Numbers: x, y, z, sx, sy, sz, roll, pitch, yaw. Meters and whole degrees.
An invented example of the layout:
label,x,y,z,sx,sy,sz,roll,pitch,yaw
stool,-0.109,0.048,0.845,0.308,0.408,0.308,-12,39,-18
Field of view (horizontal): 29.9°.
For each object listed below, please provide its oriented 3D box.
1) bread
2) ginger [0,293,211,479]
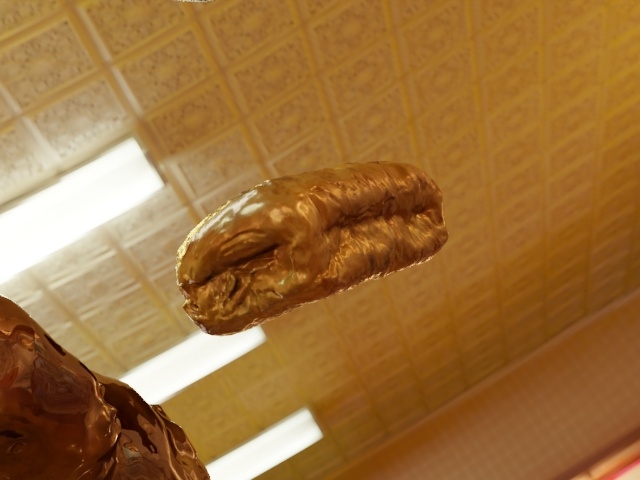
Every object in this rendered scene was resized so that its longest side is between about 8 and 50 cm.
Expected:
label,x,y,z,sx,sy,sz,roll,pitch,yaw
bread,0.000,0.000,0.791,0.114,0.083,0.211,-27,-7,30
ginger,-0.228,0.120,0.531,0.357,0.152,0.274,-7,-26,6
